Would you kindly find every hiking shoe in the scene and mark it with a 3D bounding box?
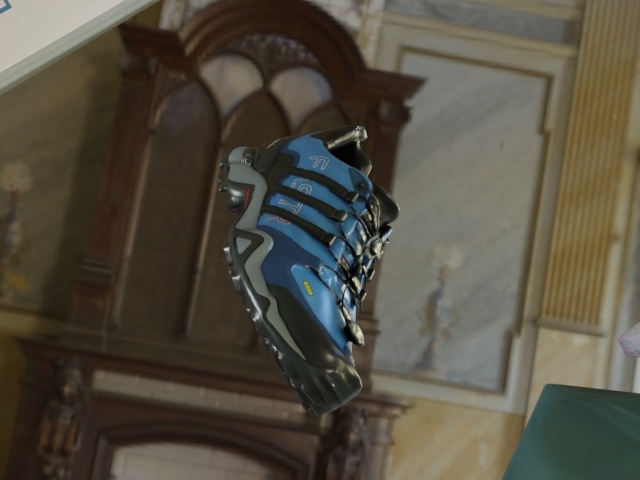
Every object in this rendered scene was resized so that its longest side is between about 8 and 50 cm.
[{"bbox_3d":[0.000,0.000,0.865,0.132,0.304,0.113,-23,-50,6],"label":"hiking shoe"}]

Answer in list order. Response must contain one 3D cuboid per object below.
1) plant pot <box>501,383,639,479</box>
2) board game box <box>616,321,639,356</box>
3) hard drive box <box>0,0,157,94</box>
[{"bbox_3d":[0.217,0.251,0.833,0.165,0.166,0.234,2,34,37],"label":"plant pot"},{"bbox_3d":[0.272,0.055,0.792,0.090,0.020,0.090,-30,3,-15],"label":"board game box"},{"bbox_3d":[-0.127,-0.157,0.417,0.181,0.232,0.089,59,-21,-15],"label":"hard drive box"}]
